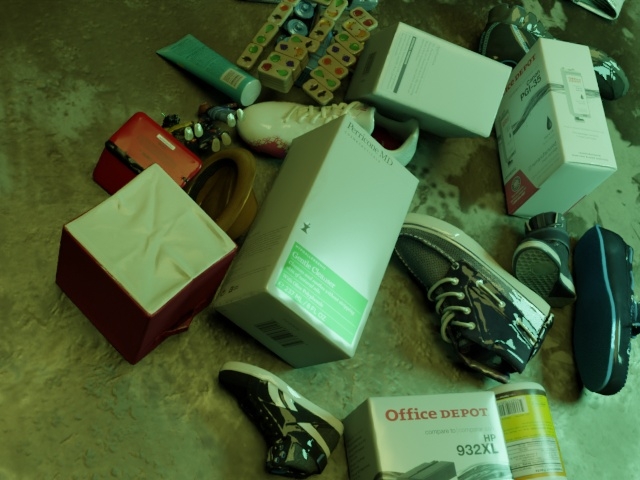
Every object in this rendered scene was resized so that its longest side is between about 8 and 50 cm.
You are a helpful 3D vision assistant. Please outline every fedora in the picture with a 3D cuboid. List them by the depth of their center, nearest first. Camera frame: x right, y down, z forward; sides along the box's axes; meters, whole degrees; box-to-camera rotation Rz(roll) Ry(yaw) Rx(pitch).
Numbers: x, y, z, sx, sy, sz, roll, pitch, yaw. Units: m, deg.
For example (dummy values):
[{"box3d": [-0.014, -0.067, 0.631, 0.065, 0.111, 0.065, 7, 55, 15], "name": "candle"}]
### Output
[{"box3d": [-0.160, -0.060, 1.548, 0.079, 0.194, 0.194, 39, 48, -41], "name": "fedora"}]

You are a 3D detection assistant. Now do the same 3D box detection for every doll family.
[{"box3d": [-0.219, -0.191, 1.616, 0.193, 0.111, 0.076, -19, 111, -33], "name": "doll family"}]

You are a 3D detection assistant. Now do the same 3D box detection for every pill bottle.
[{"box3d": [0.327, 0.345, 1.505, 0.117, 0.117, 0.215, 1, 64, -19], "name": "pill bottle"}]

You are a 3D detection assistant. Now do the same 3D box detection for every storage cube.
[{"box3d": [-0.265, 0.037, 1.414, 0.215, 0.193, 0.184, 45, 58, 8], "name": "storage cube"}]

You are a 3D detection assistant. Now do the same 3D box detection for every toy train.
[{"box3d": [-0.026, -0.377, 1.789, 0.105, 0.080, 0.184, 23, 58, -16], "name": "toy train"}]

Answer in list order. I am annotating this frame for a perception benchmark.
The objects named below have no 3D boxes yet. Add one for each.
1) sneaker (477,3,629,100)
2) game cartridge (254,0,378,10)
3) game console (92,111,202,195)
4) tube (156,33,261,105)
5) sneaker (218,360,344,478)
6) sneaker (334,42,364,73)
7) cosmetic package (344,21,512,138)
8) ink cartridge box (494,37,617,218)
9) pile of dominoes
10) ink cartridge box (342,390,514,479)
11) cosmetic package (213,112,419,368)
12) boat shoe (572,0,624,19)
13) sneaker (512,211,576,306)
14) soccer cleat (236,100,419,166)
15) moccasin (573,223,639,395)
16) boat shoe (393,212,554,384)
[{"box3d": [0.481, -0.359, 1.956, 0.341, 0.125, 0.139, 24, 85, -9], "name": "sneaker"}, {"box3d": [-0.038, -0.567, 1.899, 0.297, 0.062, 0.198, 1, 59, -19], "name": "game cartridge"}, {"box3d": [-0.285, -0.116, 1.537, 0.144, 0.085, 0.124, 40, 71, 3], "name": "game console"}, {"box3d": [-0.199, -0.314, 1.693, 0.207, 0.052, 0.080, 36, 50, 24], "name": "tube"}, {"box3d": [-0.077, 0.281, 1.417, 0.217, 0.079, 0.121, 31, 56, -4], "name": "sneaker"}, {"box3d": [0.103, -0.341, 1.820, 0.175, 0.067, 0.064, 32, 56, -3], "name": "sneaker"}, {"box3d": [0.190, -0.285, 1.703, 0.225, 0.224, 0.138, 20, 91, -14], "name": "cosmetic package"}, {"box3d": [0.436, -0.210, 1.786, 0.117, 0.207, 0.283, 6, 61, -18], "name": "ink cartridge box"}, {"box3d": [-0.020, -0.372, 1.701, 0.196, 0.040, 0.251, 23, 63, 15], "name": "pile of dominoes"}, {"box3d": [0.175, 0.395, 1.417, 0.223, 0.129, 0.307, 1, 63, -19], "name": "ink cartridge box"}, {"box3d": [0.000, 0.000, 1.521, 0.197, 0.155, 0.365, 38, 56, -25], "name": "cosmetic package"}, {"box3d": [0.589, -0.576, 2.107, 0.226, 0.083, 0.076, 22, 57, -8], "name": "boat shoe"}, {"box3d": [0.394, 0.005, 1.678, 0.086, 0.226, 0.163, -12, 59, 23], "name": "sneaker"}, {"box3d": [0.020, -0.208, 1.674, 0.331, 0.143, 0.116, 9, 61, -15], "name": "soccer cleat"}, {"box3d": [0.540, 0.122, 1.690, 0.117, 0.138, 0.342, 19, 59, -14], "name": "moccasin"}, {"box3d": [0.238, 0.100, 1.595, 0.340, 0.127, 0.158, 34, 50, -1], "name": "boat shoe"}]
